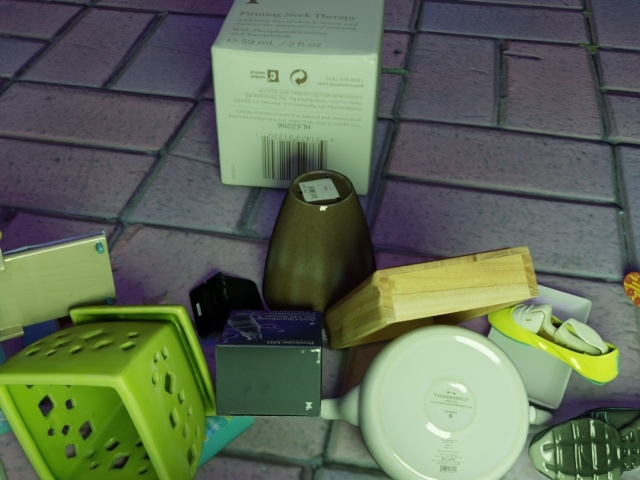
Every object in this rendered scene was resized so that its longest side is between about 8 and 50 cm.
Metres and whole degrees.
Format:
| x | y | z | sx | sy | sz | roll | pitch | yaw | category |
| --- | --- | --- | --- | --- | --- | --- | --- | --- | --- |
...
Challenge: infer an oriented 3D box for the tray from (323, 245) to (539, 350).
| x | y | z | sx | sy | sz | roll | pitch | yaw | category |
| --- | --- | --- | --- | --- | --- | --- | --- | --- | --- |
| 0.139 | 0.094 | 1.179 | 0.202 | 0.411 | 0.076 | -9 | 78 | -11 | tray |

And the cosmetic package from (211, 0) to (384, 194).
| x | y | z | sx | sy | sz | roll | pitch | yaw | category |
| --- | --- | --- | --- | --- | --- | --- | --- | --- | --- |
| -0.034 | -0.349 | 1.747 | 0.329 | 0.327 | 0.394 | 4 | 38 | 4 | cosmetic package |

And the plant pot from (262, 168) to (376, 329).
| x | y | z | sx | sy | sz | roll | pitch | yaw | category |
| --- | --- | --- | --- | --- | --- | --- | --- | --- | --- |
| 0.000 | 0.000 | 1.397 | 0.215 | 0.230 | 0.215 | 0 | 40 | 0 | plant pot |

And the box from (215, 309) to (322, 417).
| x | y | z | sx | sy | sz | roll | pitch | yaw | category |
| --- | --- | --- | --- | --- | --- | --- | --- | --- | --- |
| -0.072 | 0.181 | 1.208 | 0.153 | 0.108 | 0.207 | 1 | 9 | -1 | box |

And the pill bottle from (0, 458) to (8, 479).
| x | y | z | sx | sy | sz | roll | pitch | yaw | category |
| --- | --- | --- | --- | --- | --- | --- | --- | --- | --- |
| -0.520 | 0.353 | 1.058 | 0.193 | 0.108 | 0.108 | -13 | 41 | -16 | pill bottle |

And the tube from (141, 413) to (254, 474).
| x | y | z | sx | sy | sz | roll | pitch | yaw | category |
| --- | --- | --- | --- | --- | --- | --- | --- | --- | --- |
| -0.191 | 0.308 | 1.169 | 0.207 | 0.052 | 0.080 | -34 | 38 | -29 | tube |

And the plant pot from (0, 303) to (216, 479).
| x | y | z | sx | sy | sz | roll | pitch | yaw | category |
| --- | --- | --- | --- | --- | --- | --- | --- | --- | --- |
| -0.278 | 0.215 | 1.117 | 0.228 | 0.227 | 0.207 | -4 | 29 | 23 | plant pot |

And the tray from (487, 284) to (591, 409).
| x | y | z | sx | sy | sz | roll | pitch | yaw | category |
| --- | --- | --- | --- | --- | --- | --- | --- | --- | --- |
| 0.359 | 0.173 | 1.348 | 0.145 | 0.030 | 0.270 | 18 | 42 | 19 | tray |

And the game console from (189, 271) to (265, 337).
| x | y | z | sx | sy | sz | roll | pitch | yaw | category |
| --- | --- | --- | --- | --- | --- | --- | --- | --- | --- |
| -0.165 | 0.121 | 1.420 | 0.107 | 0.071 | 0.122 | -33 | 41 | 7 | game console |

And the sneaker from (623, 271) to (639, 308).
| x | y | z | sx | sy | sz | roll | pitch | yaw | category |
| --- | --- | --- | --- | --- | --- | --- | --- | --- | --- |
| 0.624 | 0.108 | 1.419 | 0.175 | 0.064 | 0.067 | 30 | 28 | 25 | sneaker |

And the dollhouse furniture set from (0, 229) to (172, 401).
| x | y | z | sx | sy | sz | roll | pitch | yaw | category |
| --- | --- | --- | --- | --- | --- | --- | --- | --- | --- |
| -0.386 | 0.054 | 1.264 | 0.286 | 0.303 | 0.198 | -16 | 40 | -19 | dollhouse furniture set |

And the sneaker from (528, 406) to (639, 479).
| x | y | z | sx | sy | sz | roll | pitch | yaw | category |
| --- | --- | --- | --- | --- | --- | --- | --- | --- | --- |
| 0.393 | 0.290 | 1.129 | 0.267 | 0.101 | 0.106 | 1 | -4 | -26 | sneaker |

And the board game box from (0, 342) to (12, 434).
| x | y | z | sx | sy | sz | roll | pitch | yaw | category |
| --- | --- | --- | --- | --- | --- | --- | --- | --- | --- |
| -0.638 | 0.200 | 1.267 | 0.253 | 0.079 | 0.336 | -20 | 43 | -23 | board game box |

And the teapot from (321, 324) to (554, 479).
| x | y | z | sx | sy | sz | roll | pitch | yaw | category |
| --- | --- | --- | --- | --- | --- | --- | --- | --- | --- |
| 0.171 | 0.248 | 1.147 | 0.252 | 0.187 | 0.256 | -39 | 78 | -15 | teapot |

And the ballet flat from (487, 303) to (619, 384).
| x | y | z | sx | sy | sz | roll | pitch | yaw | category |
| --- | --- | --- | --- | --- | --- | --- | --- | --- | --- |
| 0.379 | 0.147 | 1.294 | 0.231 | 0.077 | 0.077 | 30 | 49 | 32 | ballet flat |
